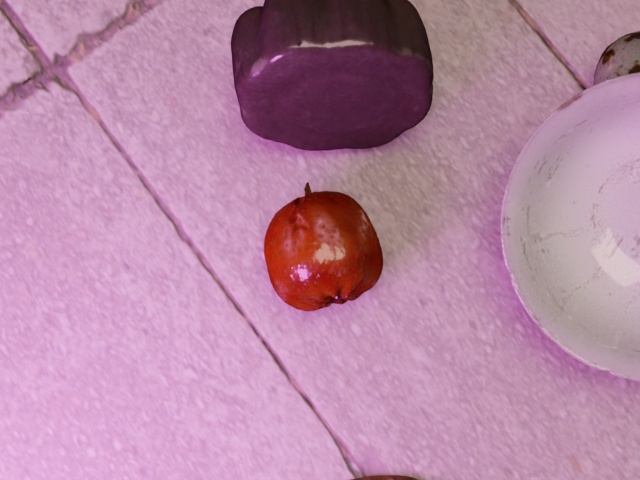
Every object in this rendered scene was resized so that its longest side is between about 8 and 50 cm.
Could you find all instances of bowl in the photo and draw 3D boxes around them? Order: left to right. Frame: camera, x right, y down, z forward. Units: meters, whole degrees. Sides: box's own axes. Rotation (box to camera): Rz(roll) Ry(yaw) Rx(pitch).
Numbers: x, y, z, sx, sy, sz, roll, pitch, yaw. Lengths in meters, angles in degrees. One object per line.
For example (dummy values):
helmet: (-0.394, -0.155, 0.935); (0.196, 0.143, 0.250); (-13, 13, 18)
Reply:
bowl: (0.493, -0.024, 1.582); (0.435, 0.196, 0.434); (2, 95, 19)

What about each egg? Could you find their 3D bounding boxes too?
egg: (0.528, -0.220, 1.670); (0.231, 0.169, 0.169); (42, 79, -4)

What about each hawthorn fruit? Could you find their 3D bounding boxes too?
hawthorn fruit: (0.000, 0.000, 1.604); (0.179, 0.179, 0.200); (-9, 74, -4)

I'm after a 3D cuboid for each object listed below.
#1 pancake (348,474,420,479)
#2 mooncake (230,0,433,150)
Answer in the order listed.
pancake: (0.104, 0.437, 1.525); (0.250, 0.031, 0.250); (1, 47, -1)
mooncake: (0.018, -0.261, 1.611); (0.306, 0.306, 0.154); (-6, 65, -3)
